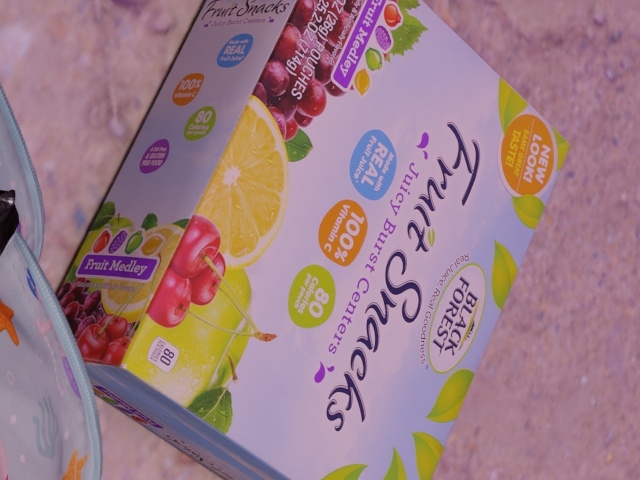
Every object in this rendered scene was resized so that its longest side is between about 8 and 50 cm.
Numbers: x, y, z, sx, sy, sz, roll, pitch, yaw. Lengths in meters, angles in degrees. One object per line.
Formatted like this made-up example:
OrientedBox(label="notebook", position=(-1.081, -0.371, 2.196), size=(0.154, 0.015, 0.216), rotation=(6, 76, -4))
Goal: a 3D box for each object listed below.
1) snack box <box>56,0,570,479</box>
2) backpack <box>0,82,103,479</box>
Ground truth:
OrientedBox(label="snack box", position=(0.000, 0.000, 0.841), size=(0.174, 0.070, 0.207), rotation=(40, 68, -36))
OrientedBox(label="backpack", position=(-0.183, 0.025, 0.571), size=(0.191, 0.225, 0.253), rotation=(-63, 135, -60))
